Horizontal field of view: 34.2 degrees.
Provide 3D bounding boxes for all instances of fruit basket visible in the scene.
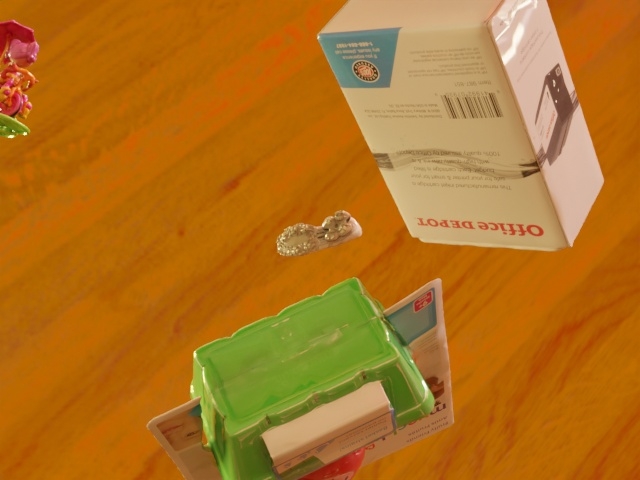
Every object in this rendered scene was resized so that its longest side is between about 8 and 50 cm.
[{"bbox_3d":[0.005,0.210,1.148,0.326,0.353,0.165,-24,50,-8],"label":"fruit basket"}]

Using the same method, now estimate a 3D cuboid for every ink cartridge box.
[{"bbox_3d":[0.168,-0.147,1.190,0.223,0.307,0.129,5,46,39],"label":"ink cartridge box"}]

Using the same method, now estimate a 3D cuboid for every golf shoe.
[{"bbox_3d":[0.000,0.000,2.041,0.176,0.086,0.069,-15,66,26],"label":"golf shoe"}]

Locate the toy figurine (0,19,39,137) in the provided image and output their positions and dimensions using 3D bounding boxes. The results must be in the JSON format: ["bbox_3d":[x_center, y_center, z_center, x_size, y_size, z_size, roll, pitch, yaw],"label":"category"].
[{"bbox_3d":[-0.462,-0.246,1.519,0.173,0.130,0.159,13,77,37],"label":"toy figurine"}]
